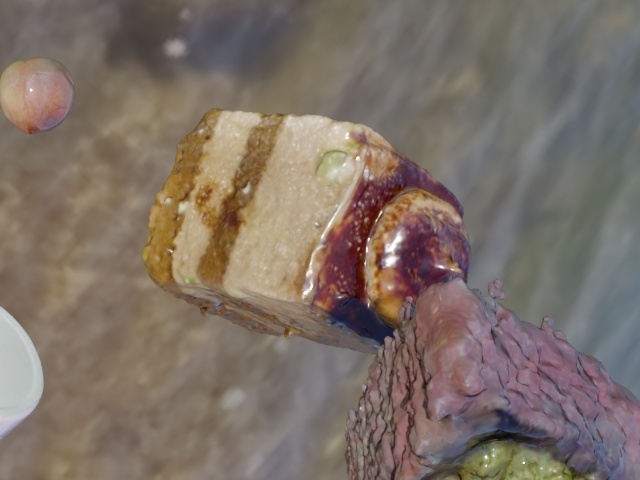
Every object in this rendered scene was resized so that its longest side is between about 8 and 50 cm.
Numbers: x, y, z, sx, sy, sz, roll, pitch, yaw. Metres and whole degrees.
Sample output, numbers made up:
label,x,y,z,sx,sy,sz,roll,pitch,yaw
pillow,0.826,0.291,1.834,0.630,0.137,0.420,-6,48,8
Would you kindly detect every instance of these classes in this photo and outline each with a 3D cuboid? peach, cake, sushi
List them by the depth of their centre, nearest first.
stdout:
label,x,y,z,sx,sy,sz,roll,pitch,yaw
sushi,0.103,0.111,0.902,0.161,0.107,0.241,1,143,-11
cake,0.000,0.000,1.750,0.199,0.293,0.196,34,74,-44
peach,-0.298,-0.153,1.917,0.083,0.083,0.083,-32,144,-28

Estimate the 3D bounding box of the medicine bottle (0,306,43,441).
label,x,y,z,sx,sy,sz,roll,pitch,yaw
medicine bottle,-0.405,0.178,1.752,0.273,0.165,0.165,-42,155,29
